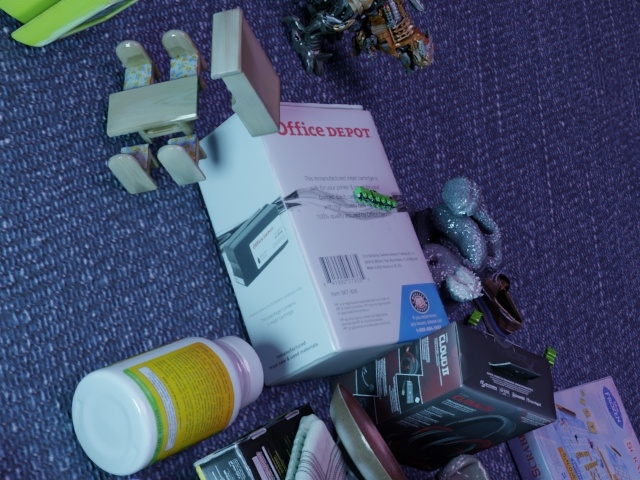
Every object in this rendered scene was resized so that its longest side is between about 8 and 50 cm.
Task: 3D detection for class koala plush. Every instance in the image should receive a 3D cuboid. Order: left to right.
[{"bbox_3d":[0.203,0.046,2.216,0.203,0.196,0.221,53,34,-24],"label":"koala plush"}]

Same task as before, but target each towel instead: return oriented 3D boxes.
[{"bbox_3d":[0.050,0.413,1.732,0.312,0.056,0.324,54,22,-19],"label":"towel"}]

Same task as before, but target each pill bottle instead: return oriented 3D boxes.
[{"bbox_3d":[-0.189,0.202,1.722,0.246,0.136,0.136,-18,80,-51],"label":"pill bottle"}]

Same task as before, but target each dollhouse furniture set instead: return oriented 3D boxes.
[{"bbox_3d":[-0.197,-0.213,1.873,0.161,0.242,0.212,58,26,-55],"label":"dollhouse furniture set"}]

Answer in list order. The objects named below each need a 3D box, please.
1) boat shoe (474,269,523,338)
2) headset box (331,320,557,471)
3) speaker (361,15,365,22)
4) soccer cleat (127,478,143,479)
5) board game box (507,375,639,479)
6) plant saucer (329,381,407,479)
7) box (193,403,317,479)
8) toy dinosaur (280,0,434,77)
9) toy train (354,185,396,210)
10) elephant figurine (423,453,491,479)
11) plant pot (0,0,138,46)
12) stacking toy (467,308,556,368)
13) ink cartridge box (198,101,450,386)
[{"bbox_3d":[0.310,0.084,2.397,0.066,0.066,0.183,-27,88,-52],"label":"boat shoe"},{"bbox_3d":[0.194,0.235,1.992,0.218,0.293,0.110,23,50,-38],"label":"headset box"},{"bbox_3d":[0.096,-0.457,2.522,0.055,0.055,0.136,28,48,-33],"label":"speaker"},{"bbox_3d":[-0.167,0.380,1.688,0.248,0.083,0.095,46,25,-17],"label":"soccer cleat"},{"bbox_3d":[0.479,0.420,2.366,0.318,0.066,0.318,-5,69,-48],"label":"board game box"},{"bbox_3d":[0.065,0.289,1.840,0.198,0.036,0.198,58,3,-5],"label":"plant saucer"},{"bbox_3d":[-0.018,0.397,1.778,0.322,0.079,0.257,63,23,4],"label":"box"},{"bbox_3d":[0.059,-0.415,2.324,0.164,0.218,0.322,-32,91,-51],"label":"toy dinosaur"},{"bbox_3d":[0.084,-0.065,2.019,0.083,0.017,0.023,14,45,-44],"label":"toy train"},{"bbox_3d":[0.203,0.408,2.013,0.239,0.169,0.186,37,7,-8],"label":"elephant figurine"},{"bbox_3d":[-0.352,-0.410,1.878,0.228,0.227,0.207,-39,103,-52],"label":"plant pot"},{"bbox_3d":[0.306,0.219,2.279,0.167,0.052,0.221,29,35,3],"label":"stacking toy"},{"bbox_3d":[0.000,0.000,2.033,0.285,0.166,0.394,-3,69,-49],"label":"ink cartridge box"}]
